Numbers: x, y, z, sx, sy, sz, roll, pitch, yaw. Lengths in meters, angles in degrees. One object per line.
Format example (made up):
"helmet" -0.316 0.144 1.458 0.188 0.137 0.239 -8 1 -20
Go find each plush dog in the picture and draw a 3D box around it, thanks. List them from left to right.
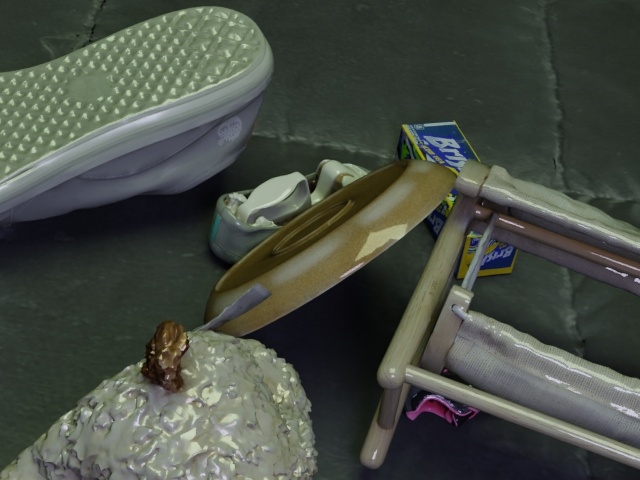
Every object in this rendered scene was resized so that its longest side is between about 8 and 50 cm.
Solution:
"plush dog" -0.059 0.178 0.836 0.262 0.210 0.225 -28 77 -32

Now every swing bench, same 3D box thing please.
"swing bench" 0.192 0.074 0.964 0.253 0.165 0.254 20 59 8

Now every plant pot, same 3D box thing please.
"plant pot" 0.000 0.000 1.035 0.236 0.236 0.032 -41 101 -43

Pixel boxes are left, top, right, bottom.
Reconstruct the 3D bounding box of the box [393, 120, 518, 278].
"box" 0.126 -0.041 1.228 0.059 0.054 0.169 -6 43 -19

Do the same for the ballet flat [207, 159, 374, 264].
"ballet flat" -0.005 -0.036 1.180 0.213 0.068 0.072 -21 49 -33

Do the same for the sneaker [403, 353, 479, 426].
"sneaker" 0.118 0.124 1.047 0.119 0.047 0.057 2 54 -4

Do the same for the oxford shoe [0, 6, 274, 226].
"oxford shoe" -0.248 -0.072 1.133 0.449 0.130 0.169 -19 53 -11
